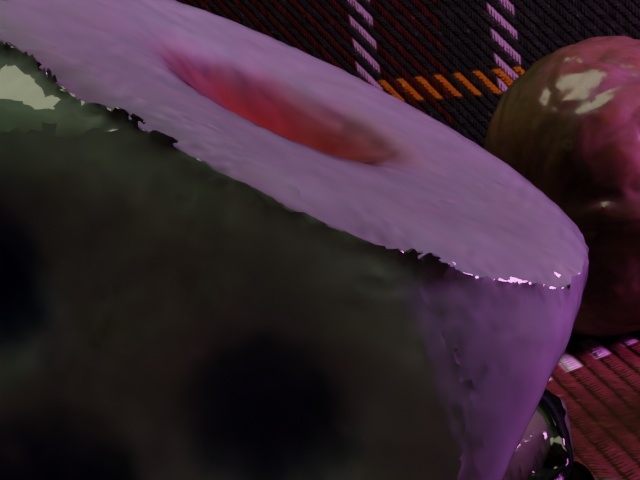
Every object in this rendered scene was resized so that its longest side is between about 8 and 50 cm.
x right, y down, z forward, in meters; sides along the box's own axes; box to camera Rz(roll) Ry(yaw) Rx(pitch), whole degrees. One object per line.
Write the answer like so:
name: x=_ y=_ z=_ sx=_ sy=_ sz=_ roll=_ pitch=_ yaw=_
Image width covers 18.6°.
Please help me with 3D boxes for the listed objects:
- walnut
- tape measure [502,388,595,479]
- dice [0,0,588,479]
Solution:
walnut: x=0.236 y=-0.044 z=1.604 sx=0.248 sy=0.248 sz=0.248 roll=-8 pitch=8 yaw=1
tape measure: x=0.052 y=0.125 z=1.052 sx=0.207 sy=0.115 sz=0.235 roll=-8 pitch=7 yaw=23
dice: x=-0.065 y=0.061 z=0.764 sx=0.264 sy=0.262 sz=0.268 roll=26 pitch=15 yaw=3
